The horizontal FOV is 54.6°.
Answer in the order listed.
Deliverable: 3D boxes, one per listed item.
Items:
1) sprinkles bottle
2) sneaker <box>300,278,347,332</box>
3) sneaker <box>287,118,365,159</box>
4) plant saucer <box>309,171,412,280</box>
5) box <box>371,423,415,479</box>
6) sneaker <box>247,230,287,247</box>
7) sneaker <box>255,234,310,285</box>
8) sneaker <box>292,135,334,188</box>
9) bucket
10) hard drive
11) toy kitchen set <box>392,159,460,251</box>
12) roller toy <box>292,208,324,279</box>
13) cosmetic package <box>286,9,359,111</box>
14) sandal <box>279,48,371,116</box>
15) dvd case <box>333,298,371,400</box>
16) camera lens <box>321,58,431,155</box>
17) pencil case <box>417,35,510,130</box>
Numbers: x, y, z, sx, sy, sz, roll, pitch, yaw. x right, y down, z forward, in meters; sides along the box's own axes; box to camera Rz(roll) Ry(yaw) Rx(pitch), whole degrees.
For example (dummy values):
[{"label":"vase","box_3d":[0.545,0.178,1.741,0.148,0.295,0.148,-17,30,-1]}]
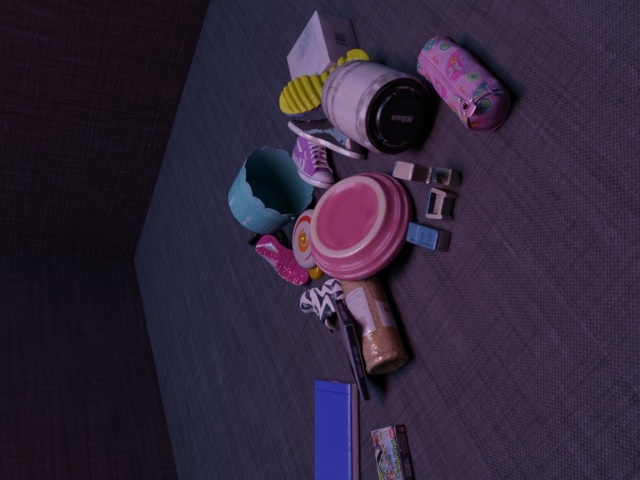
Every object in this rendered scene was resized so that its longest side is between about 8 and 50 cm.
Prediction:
[{"label":"sprinkles bottle","box_3d":[0.136,0.191,1.735,0.121,0.121,0.355,-52,44,44]},{"label":"sneaker","box_3d":[0.011,0.230,1.968,0.235,0.094,0.152,-30,52,43]},{"label":"sneaker","box_3d":[0.034,-0.367,1.947,0.296,0.105,0.146,27,105,30]},{"label":"plant saucer","box_3d":[0.093,-0.053,1.740,0.332,0.084,0.331,-19,56,30]},{"label":"box","box_3d":[0.198,0.606,1.660,0.114,0.036,0.206,-39,53,51]},{"label":"sneaker","box_3d":[-0.224,-0.038,2.373,0.087,0.130,0.227,-66,34,27]},{"label":"sneaker","box_3d":[-0.118,0.079,2.218,0.103,0.111,0.252,-46,56,-3]},{"label":"sneaker","box_3d":[-0.017,-0.294,2.069,0.282,0.102,0.161,56,136,46]},{"label":"bucket","box_3d":[-0.179,-0.168,2.180,0.183,0.281,0.281,-43,51,48]},{"label":"hard drive","box_3d":[0.047,0.597,1.914,0.210,0.040,0.318,-14,74,58]},{"label":"toy kitchen set","box_3d":[0.236,-0.089,1.555,0.122,0.166,0.207,23,106,58]},{"label":"roller toy","box_3d":[0.000,0.000,1.966,0.191,0.146,0.209,55,132,48]},{"label":"cosmetic package","box_3d":[0.009,-0.582,2.036,0.224,0.138,0.223,-47,48,49]},{"label":"sandal","box_3d":[0.026,-0.458,1.902,0.318,0.138,0.126,-19,74,17]},{"label":"dvd case","box_3d":[0.088,0.304,1.748,0.179,0.030,0.238,-115,12,-71]},{"label":"camera lens","box_3d":[0.149,-0.366,1.687,0.274,0.220,0.219,43,123,53]},{"label":"pencil case","box_3d":[0.334,-0.375,1.473,0.124,0.124,0.284,-62,37,35]}]
